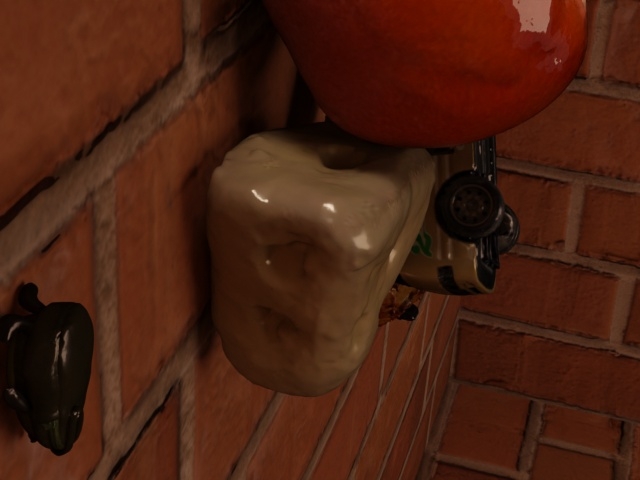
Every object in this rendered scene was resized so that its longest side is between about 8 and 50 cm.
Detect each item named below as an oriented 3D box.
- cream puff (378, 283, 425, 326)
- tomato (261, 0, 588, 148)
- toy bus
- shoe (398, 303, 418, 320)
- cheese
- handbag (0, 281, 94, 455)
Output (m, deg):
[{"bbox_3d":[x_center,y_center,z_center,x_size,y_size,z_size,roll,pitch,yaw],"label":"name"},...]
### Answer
[{"bbox_3d":[0.067,-0.004,1.437,0.240,0.164,0.240,17,90,-77],"label":"cream puff"},{"bbox_3d":[0.073,-0.240,0.993,0.341,0.272,0.341,48,29,-39],"label":"tomato"},{"bbox_3d":[0.102,-0.123,1.252,0.177,0.201,0.365,28,59,-72],"label":"toy bus"},{"bbox_3d":[0.103,0.019,1.709,0.099,0.112,0.228,-34,136,-71],"label":"shoe"},{"bbox_3d":[-0.001,-0.001,1.087,0.248,0.173,0.251,-55,156,-49],"label":"cheese"},{"bbox_3d":[-0.166,0.087,0.720,0.072,0.047,0.111,-69,165,-57],"label":"handbag"}]
